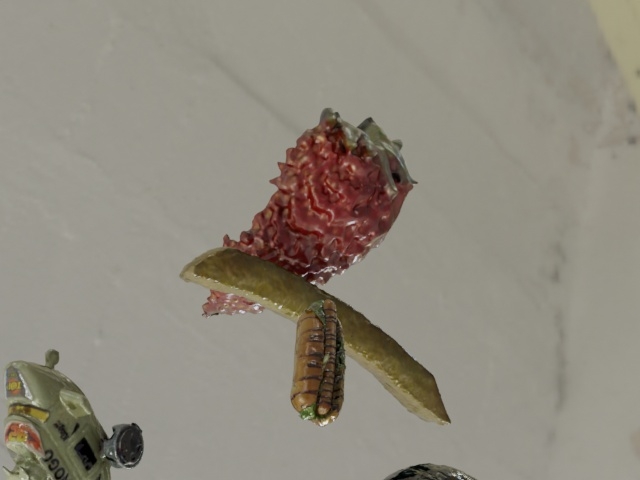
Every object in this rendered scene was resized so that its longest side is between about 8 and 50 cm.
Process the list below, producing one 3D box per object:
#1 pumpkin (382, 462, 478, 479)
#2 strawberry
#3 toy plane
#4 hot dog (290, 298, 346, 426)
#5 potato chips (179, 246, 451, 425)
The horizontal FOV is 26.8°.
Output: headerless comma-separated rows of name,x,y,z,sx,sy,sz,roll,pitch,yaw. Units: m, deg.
pumpkin,0.106,0.323,1.351,0.202,0.140,0.202,-6,-80,-38
strawberry,0.000,0.000,1.622,0.306,0.138,0.233,-57,-21,12
toy plane,-0.192,0.218,1.110,0.108,0.092,0.286,-55,-49,-46
hot dog,0.001,0.094,1.059,0.049,0.037,0.122,37,-143,-31
potato chips,0.006,0.100,1.542,0.407,0.057,0.080,34,-118,-30
